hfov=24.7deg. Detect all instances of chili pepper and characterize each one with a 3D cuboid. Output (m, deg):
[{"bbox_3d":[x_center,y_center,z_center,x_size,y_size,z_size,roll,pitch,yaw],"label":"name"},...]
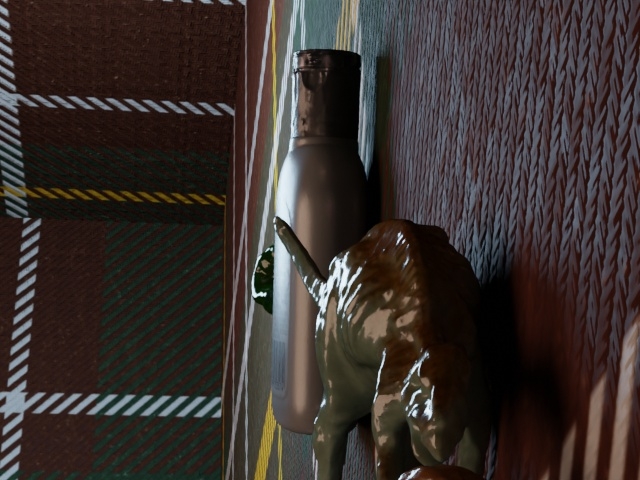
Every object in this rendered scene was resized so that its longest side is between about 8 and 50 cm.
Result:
[{"bbox_3d":[-0.019,0.028,1.331,0.257,0.074,0.100,142,133,-76],"label":"chili pepper"}]

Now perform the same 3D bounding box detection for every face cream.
[{"bbox_3d":[0.000,0.000,1.130,0.144,0.071,0.291,168,103,-82],"label":"face cream"}]

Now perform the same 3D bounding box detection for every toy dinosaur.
[{"bbox_3d":[0.029,0.066,0.766,0.393,0.092,0.205,-99,11,-65],"label":"toy dinosaur"}]

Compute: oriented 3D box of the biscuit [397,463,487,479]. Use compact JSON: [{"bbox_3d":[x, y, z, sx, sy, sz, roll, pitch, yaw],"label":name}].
[{"bbox_3d":[0.038,0.189,0.575,0.192,0.036,0.186,-32,66,54],"label":"biscuit"}]
